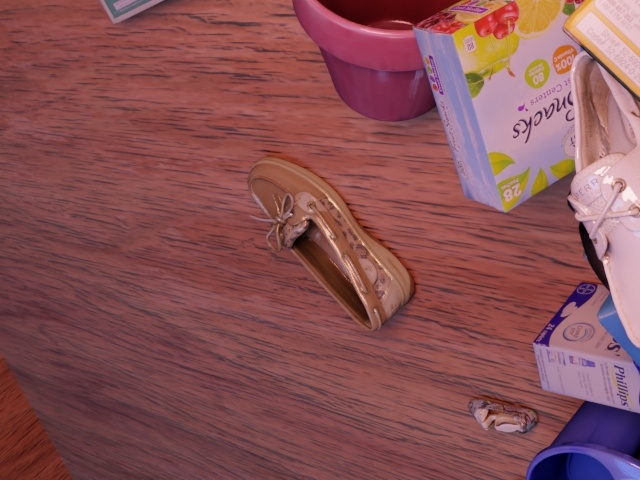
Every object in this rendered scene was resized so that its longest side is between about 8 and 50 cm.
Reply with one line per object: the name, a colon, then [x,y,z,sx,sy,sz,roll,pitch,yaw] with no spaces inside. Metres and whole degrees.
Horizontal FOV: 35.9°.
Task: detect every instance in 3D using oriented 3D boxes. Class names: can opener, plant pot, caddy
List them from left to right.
plant pot: [0.074,-0.222,0.982,0.201,0.201,0.180,34,158,18]
can opener: [0.285,0.006,0.993,0.073,0.186,0.059,22,116,-7]
caddy: [0.371,0.350,1.212,0.241,0.179,0.341,27,140,27]

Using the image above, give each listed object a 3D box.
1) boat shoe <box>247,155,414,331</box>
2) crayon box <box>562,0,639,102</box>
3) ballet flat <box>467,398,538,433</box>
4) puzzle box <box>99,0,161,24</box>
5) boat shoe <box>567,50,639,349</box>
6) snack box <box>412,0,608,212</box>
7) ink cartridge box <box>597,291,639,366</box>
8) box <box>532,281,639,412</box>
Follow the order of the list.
boat shoe: [0.000,0.000,1.335,0.285,0.089,0.104,41,144,9]
crayon box: [0.359,-0.201,0.691,0.203,0.083,0.323,45,109,4]
ballet flat: [0.243,0.244,1.361,0.114,0.041,0.041,2,125,45]
puzzle box: [-0.199,-0.434,1.163,0.409,0.052,0.272,-7,119,49]
boat shoe: [0.239,-0.034,0.784,0.096,0.277,0.098,15,145,-24]
snack box: [0.203,-0.151,0.880,0.070,0.207,0.174,33,148,58]
ink cartridge box: [0.410,-0.006,0.795,0.129,0.223,0.307,48,144,-4]
box: [0.325,0.115,1.080,0.137,0.126,0.072,9,128,40]
